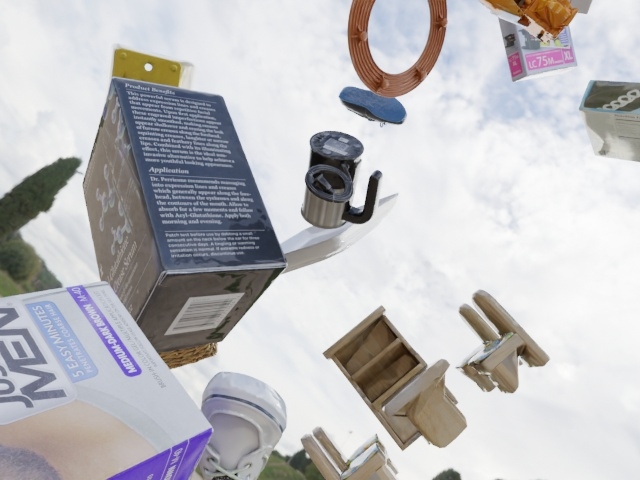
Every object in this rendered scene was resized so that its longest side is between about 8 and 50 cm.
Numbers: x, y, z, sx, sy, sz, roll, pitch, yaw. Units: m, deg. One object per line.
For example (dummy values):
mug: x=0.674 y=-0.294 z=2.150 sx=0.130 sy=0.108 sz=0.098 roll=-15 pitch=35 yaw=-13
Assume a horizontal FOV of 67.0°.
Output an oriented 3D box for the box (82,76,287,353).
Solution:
box: x=-0.269 y=-0.039 z=0.878 sx=0.293 sy=0.212 sz=0.395 roll=-49 pitch=-126 yaw=41

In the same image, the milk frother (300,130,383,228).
milk frother: x=0.010 y=-0.072 z=0.735 sx=0.129 sy=0.143 sz=0.135 roll=37 pitch=-42 yaw=29

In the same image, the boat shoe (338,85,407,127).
boat shoe: x=0.184 y=-0.452 z=1.635 sx=0.258 sy=0.109 sz=0.089 roll=35 pitch=-8 yaw=26

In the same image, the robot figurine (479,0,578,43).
robot figurine: x=0.220 y=-0.393 z=0.585 sx=0.291 sy=0.211 sz=0.085 roll=37 pitch=12 yaw=-3

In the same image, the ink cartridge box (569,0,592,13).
ink cartridge box: x=0.509 y=-0.512 z=0.929 sx=0.060 sy=0.180 sz=0.104 roll=21 pitch=-32 yaw=22

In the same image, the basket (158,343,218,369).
basket: x=-0.455 y=0.215 z=1.314 sx=0.223 sy=0.299 sz=0.213 roll=73 pitch=-1 yaw=-46

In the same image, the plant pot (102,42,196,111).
plant pot: x=-0.422 y=-0.366 z=1.186 sx=0.212 sy=0.212 sz=0.187 roll=9 pitch=8 yaw=-18

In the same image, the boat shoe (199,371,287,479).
boat shoe: x=-0.080 y=0.209 z=0.480 sx=0.083 sy=0.076 sz=0.226 roll=12 pitch=-39 yaw=5

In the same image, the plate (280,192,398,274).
plate: x=0.000 y=0.000 z=0.978 sx=0.278 sy=0.277 sz=0.045 roll=-20 pitch=-80 yaw=38

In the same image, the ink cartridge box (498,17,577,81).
ink cartridge box: x=0.561 y=-0.590 z=1.278 sx=0.065 sy=0.186 sz=0.311 roll=170 pitch=-96 yaw=-71

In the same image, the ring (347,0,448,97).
ring: x=0.205 y=-0.526 z=1.201 sx=0.032 sy=0.336 sz=0.336 roll=33 pitch=-25 yaw=45

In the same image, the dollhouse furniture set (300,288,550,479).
dollhouse furniture set: x=0.136 y=0.244 z=0.891 sx=0.256 sy=0.362 sz=0.394 roll=50 pitch=-7 yaw=17

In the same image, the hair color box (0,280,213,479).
hair color box: x=-0.263 y=0.143 z=0.300 sx=0.185 sy=0.339 sz=0.110 roll=41 pitch=-59 yaw=27

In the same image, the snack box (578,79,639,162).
snack box: x=0.598 y=-0.171 z=0.760 sx=0.322 sy=0.060 sz=0.187 roll=21 pitch=-3 yaw=40
